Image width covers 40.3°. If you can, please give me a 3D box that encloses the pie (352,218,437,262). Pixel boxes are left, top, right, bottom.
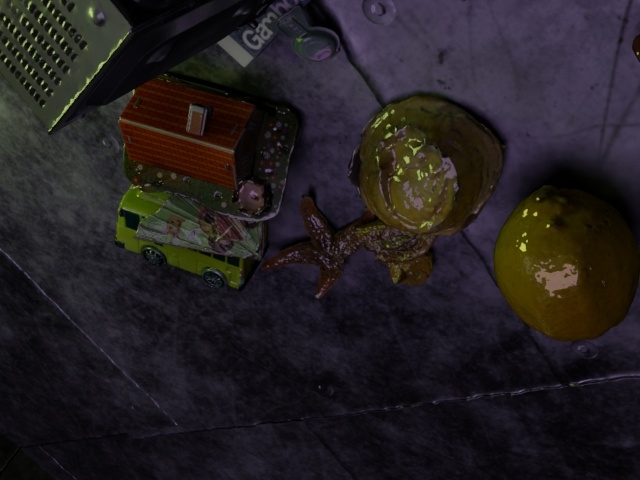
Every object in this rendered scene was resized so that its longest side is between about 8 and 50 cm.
[{"bbox_3d":[0.131,-0.010,1.425,0.170,0.034,0.092,-18,93,30],"label":"pie"}]

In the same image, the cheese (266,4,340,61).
[{"bbox_3d":[-0.017,-0.286,1.230,0.067,0.026,0.121,-27,146,28],"label":"cheese"}]

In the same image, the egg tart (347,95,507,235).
[{"bbox_3d":[0.151,-0.094,1.296,0.252,0.098,0.231,-22,110,34],"label":"egg tart"}]

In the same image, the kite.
[{"bbox_3d":[-0.184,-0.069,1.463,0.323,0.013,0.267,-37,92,18],"label":"kite"}]

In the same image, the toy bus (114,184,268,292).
[{"bbox_3d":[-0.233,-0.026,1.573,0.262,0.128,0.150,19,137,9],"label":"toy bus"}]

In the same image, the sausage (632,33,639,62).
[{"bbox_3d":[0.522,-0.232,0.974,0.327,0.079,0.087,6,119,23],"label":"sausage"}]

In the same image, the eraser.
[{"bbox_3d":[-0.077,-0.339,1.228,0.092,0.046,0.212,42,138,-13],"label":"eraser"}]

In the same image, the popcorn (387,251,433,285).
[{"bbox_3d":[0.147,0.045,1.467,0.084,0.084,0.084,16,137,15],"label":"popcorn"}]

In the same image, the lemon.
[{"bbox_3d":[0.352,0.035,1.248,0.204,0.204,0.260,-5,127,33],"label":"lemon"}]

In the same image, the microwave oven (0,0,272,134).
[{"bbox_3d":[-0.214,-0.368,0.977,0.333,0.394,0.247,50,137,-5],"label":"microwave oven"}]

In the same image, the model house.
[{"bbox_3d":[-0.202,-0.141,1.359,0.294,0.154,0.206,17,105,13],"label":"model house"}]

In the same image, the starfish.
[{"bbox_3d":[-0.001,-0.002,1.529,0.138,0.050,0.247,29,128,-3],"label":"starfish"}]
